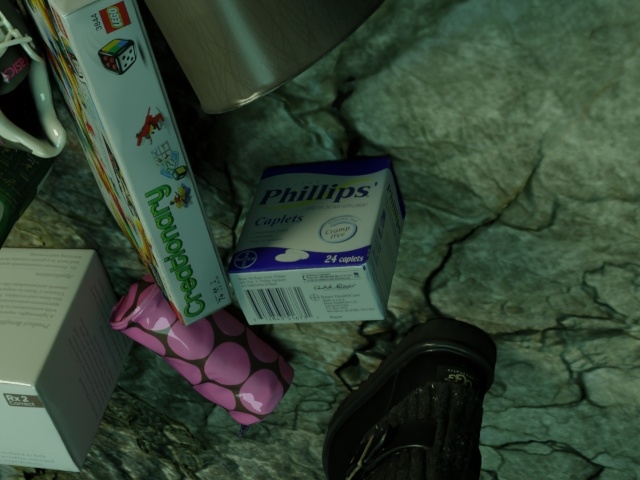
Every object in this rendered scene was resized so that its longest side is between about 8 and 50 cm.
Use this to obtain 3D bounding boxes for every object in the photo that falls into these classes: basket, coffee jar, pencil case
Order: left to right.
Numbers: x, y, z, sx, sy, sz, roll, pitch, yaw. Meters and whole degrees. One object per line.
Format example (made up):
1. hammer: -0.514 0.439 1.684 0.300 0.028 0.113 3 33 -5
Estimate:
1. coffee jar: -0.320 -0.026 0.907 0.096 0.184 0.079 37 132 -22
2. pencil case: -0.130 0.116 1.077 0.098 0.095 0.209 -13 130 47
3. basket: -0.070 -0.228 0.643 0.154 0.204 0.227 -17 119 36

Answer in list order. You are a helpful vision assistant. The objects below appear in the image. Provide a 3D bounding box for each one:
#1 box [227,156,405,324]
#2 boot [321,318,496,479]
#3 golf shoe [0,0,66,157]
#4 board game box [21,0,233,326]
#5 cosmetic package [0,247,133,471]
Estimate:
1. box: 0.000 0.000 0.882 0.126 0.137 0.072 -4 133 19
2. boot: 0.070 0.270 1.053 0.131 0.260 0.348 18 137 -4
3. golf shoe: -0.266 -0.178 0.767 0.120 0.105 0.273 34 156 31
4. board game box: -0.162 -0.097 0.799 0.053 0.193 0.305 -27 135 -15
5. cosmetic package: -0.310 0.122 1.059 0.151 0.183 0.151 2 135 14
